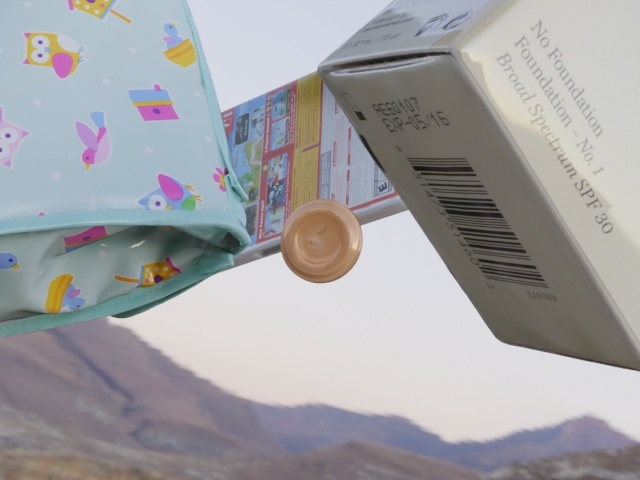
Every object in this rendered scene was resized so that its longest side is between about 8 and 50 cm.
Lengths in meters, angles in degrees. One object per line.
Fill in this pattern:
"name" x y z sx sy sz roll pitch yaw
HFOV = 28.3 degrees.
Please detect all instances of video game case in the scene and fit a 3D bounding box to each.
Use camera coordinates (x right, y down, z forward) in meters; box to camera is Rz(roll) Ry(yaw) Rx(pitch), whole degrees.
"video game case" -0.014 -0.092 1.387 0.285 0.204 0.025 -18 -32 37

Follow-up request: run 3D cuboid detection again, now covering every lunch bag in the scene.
"lunch bag" -0.190 -0.060 0.837 0.262 0.223 0.160 -11 -31 -8

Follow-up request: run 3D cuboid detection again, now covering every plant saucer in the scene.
"plant saucer" 0.000 0.000 1.238 0.083 0.084 0.013 12 -7 18

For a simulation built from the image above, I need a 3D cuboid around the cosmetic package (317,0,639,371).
"cosmetic package" 0.169 -0.106 0.551 0.160 0.309 0.113 54 -19 -20
